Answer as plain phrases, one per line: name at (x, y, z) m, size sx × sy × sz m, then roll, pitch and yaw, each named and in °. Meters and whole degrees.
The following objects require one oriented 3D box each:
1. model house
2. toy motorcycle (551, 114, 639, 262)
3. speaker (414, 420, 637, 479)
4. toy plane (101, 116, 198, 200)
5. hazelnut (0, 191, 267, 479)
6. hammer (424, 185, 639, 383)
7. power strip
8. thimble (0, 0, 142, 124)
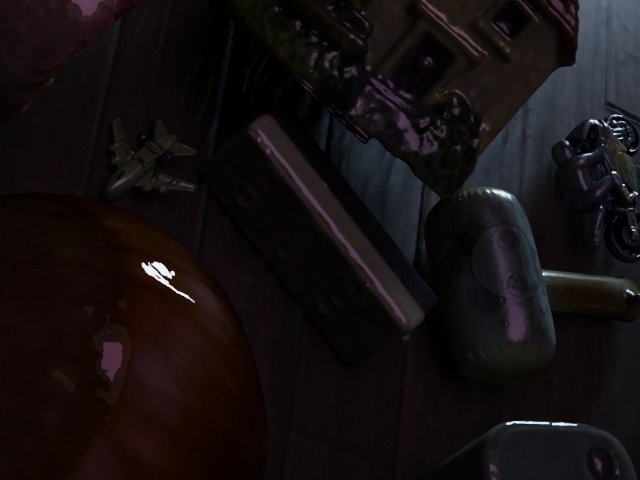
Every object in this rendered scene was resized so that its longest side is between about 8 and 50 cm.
model house at (0.099, -0.229, 1.722) m, size 0.321 × 0.266 × 0.261 m, roll 42°, pitch 7°, yaw -8°
toy motorcycle at (0.309, -0.068, 1.983) m, size 0.124 × 0.061 × 0.193 m, roll 18°, pitch 57°, yaw -25°
speaker at (0.192, 0.379, 1.575) m, size 0.183 × 0.184 × 0.406 m, roll 6°, pitch 63°, yaw -35°
toy plane at (-0.164, -0.072, 1.650) m, size 0.102 × 0.040 × 0.111 m, roll 38°, pitch 45°, yaw 11°
hazelnut at (-0.195, 0.138, 1.352) m, size 0.372 × 0.315 × 0.372 m, roll 1°, pitch 88°, yaw -46°
hammer at (0.239, 0.055, 1.852) m, size 0.305 × 0.113 × 0.202 m, roll 9°, pitch 65°, yaw -42°
power strip at (0.000, 0.000, 1.687) m, size 0.256 × 0.105 × 0.070 m, roll 51°, pitch 49°, yaw -3°
thimble at (-0.251, -0.228, 1.544) m, size 0.162 × 0.239 × 0.239 m, roll 47°, pitch 48°, yaw -10°
